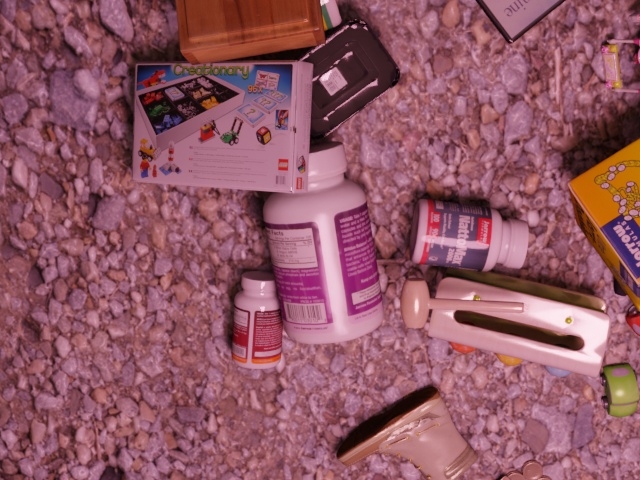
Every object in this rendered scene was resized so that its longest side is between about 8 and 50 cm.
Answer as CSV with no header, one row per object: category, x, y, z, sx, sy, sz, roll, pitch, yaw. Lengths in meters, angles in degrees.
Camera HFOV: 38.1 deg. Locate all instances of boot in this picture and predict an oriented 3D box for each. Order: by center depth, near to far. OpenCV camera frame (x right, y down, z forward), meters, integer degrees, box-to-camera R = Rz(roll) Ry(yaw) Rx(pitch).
boot,0.152,0.374,1.617,0.213,0.077,0.165,-32,102,4

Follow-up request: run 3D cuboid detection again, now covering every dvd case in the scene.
dvd case,0.293,-0.463,1.453,0.180,0.022,0.253,-39,100,8

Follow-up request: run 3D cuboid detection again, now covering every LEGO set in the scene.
LEGO set,0.522,-0.328,1.461,0.132,0.107,0.287,0,100,-35

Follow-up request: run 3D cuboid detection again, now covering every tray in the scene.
tray,-0.121,-0.479,1.354,0.202,0.076,0.411,-8,84,6

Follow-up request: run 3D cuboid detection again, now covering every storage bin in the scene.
storage bin,0.025,-0.256,1.471,0.180,0.084,0.122,-35,100,7

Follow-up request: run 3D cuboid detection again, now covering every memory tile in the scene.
memory tile,0.380,0.474,1.669,0.113,0.012,0.148,-35,101,8

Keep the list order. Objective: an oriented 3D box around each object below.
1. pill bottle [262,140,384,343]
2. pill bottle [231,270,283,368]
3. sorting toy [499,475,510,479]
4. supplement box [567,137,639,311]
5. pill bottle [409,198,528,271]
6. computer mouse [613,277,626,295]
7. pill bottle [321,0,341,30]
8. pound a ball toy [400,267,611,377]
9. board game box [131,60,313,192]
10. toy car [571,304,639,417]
pill bottle,0.000,0.000,1.487,0.169,0.169,0.302,-9,103,3
pill bottle,-0.104,0.133,1.559,0.086,0.086,0.152,5,103,0
sorting toy,0.318,0.464,1.653,0.083,0.012,0.062,-45,104,6
supplement box,0.587,-0.078,1.416,0.356,0.194,0.195,-33,65,7
pill bottle,0.241,-0.005,1.514,0.180,0.108,0.108,7,103,-1
computer mouse,0.576,0.001,1.536,0.242,0.071,0.041,-44,73,6
pill bottle,-0.082,-0.355,1.432,0.208,0.117,0.118,-18,102,5
pound a ball toy,0.287,0.139,1.471,0.319,0.208,0.136,12,102,11
board game box,-0.157,-0.177,1.426,0.305,0.053,0.193,6,96,29
toy car,0.513,0.204,1.585,0.239,0.053,0.225,-9,102,3
